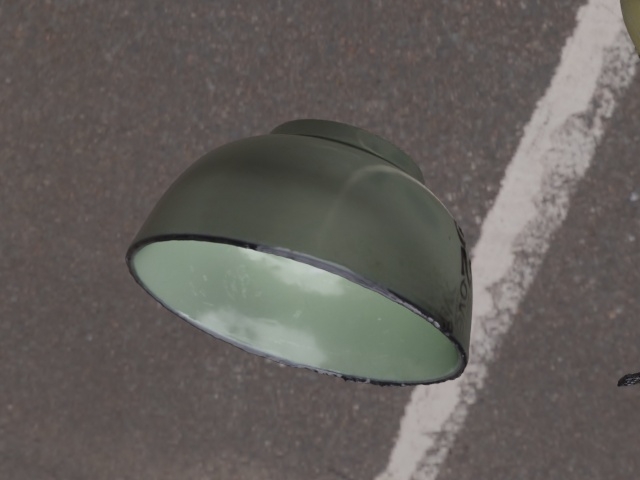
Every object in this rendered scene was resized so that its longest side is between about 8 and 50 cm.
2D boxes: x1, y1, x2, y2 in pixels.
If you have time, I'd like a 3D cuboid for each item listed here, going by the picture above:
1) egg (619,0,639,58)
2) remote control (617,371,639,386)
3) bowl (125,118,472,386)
[{"bbox_3d":[0.406,-0.239,1.155,0.201,0.164,0.164,49,124,4],"label":"egg"},{"bbox_3d":[0.419,0.168,1.364,0.096,0.014,0.039,-9,160,-9],"label":"remote control"},{"bbox_3d":[0.000,0.000,1.105,0.353,0.185,0.354,16,158,7],"label":"bowl"}]
